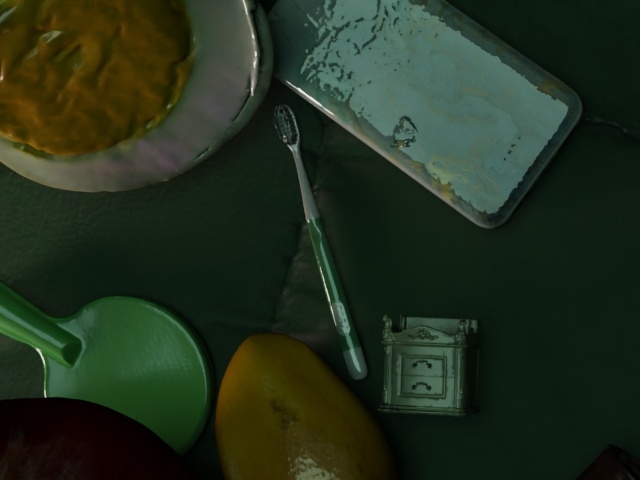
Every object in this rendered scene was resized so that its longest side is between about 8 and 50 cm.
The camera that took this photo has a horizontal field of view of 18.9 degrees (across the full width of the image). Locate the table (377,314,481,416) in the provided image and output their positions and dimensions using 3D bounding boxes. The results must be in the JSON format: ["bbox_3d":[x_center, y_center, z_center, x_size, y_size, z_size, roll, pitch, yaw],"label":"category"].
[{"bbox_3d":[0.094,0.107,1.651,0.079,0.062,0.083,2,88,17],"label":"table"}]

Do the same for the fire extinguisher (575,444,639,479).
[{"bbox_3d":[0.181,0.296,1.593,0.105,0.105,0.269,45,101,15],"label":"fire extinguisher"}]

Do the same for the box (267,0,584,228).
[{"bbox_3d":[0.081,-0.141,1.679,0.285,0.044,0.142,37,95,16],"label":"box"}]

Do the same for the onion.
[{"bbox_3d":[-0.264,0.298,1.620,0.341,0.341,0.341,-1,87,18],"label":"onion"}]

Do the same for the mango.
[{"bbox_3d":[-0.018,0.178,1.665,0.145,0.112,0.219,-34,66,14],"label":"mango"}]

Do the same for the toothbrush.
[{"bbox_3d":[0.000,0.000,1.709,0.018,0.024,0.257,-18,83,17],"label":"toothbrush"}]

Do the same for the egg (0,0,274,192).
[{"bbox_3d":[-0.194,-0.187,1.693,0.286,0.264,0.174,-28,35,9],"label":"egg"}]

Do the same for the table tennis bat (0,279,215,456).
[{"bbox_3d":[-0.213,0.110,1.767,0.257,0.039,0.160,30,97,12],"label":"table tennis bat"}]
